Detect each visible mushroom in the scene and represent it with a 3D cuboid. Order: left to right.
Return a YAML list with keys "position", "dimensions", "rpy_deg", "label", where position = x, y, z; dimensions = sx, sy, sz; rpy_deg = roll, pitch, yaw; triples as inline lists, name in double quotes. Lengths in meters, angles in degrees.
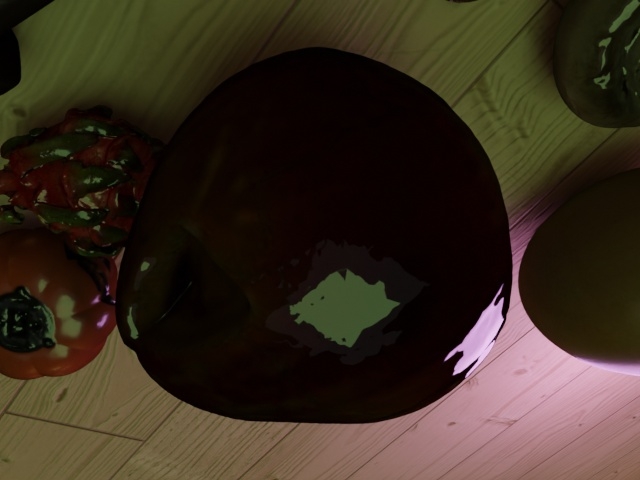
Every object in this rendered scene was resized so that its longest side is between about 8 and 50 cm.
- position: [0.381, -0.227, 0.654]
  dimensions: [0.227, 0.178, 0.226]
  rpy_deg: [-4, 137, -4]
  label: "mushroom"

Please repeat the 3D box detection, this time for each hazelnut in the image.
- position: [0.000, 0.000, 0.604]
  dimensions: [0.402, 0.401, 0.429]
  rpy_deg: [-29, 169, 9]
  label: "hazelnut"

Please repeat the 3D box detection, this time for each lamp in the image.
- position: [-0.340, 0.071, 0.711]
  dimensions: [0.188, 0.164, 0.187]
  rpy_deg: [-2, 107, -7]
  label: "lamp"

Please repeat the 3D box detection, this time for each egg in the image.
- position: [0.479, 0.043, 0.826]
  dimensions: [0.374, 0.301, 0.300]
  rpy_deg: [-12, 131, 1]
  label: "egg"

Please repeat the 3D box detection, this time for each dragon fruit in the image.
- position: [-0.256, -0.066, 0.637]
  dimensions: [0.172, 0.160, 0.166]
  rpy_deg: [14, 161, -9]
  label: "dragon fruit"

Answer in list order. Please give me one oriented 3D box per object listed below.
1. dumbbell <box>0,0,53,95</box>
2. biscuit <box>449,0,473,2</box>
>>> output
- position: [-0.245, -0.233, 0.494]
  dimensions: [0.226, 0.140, 0.124]
  rpy_deg: [-28, 147, 8]
  label: "dumbbell"
- position: [0.151, -0.333, 0.598]
  dimensions: [0.124, 0.026, 0.175]
  rpy_deg: [-23, 132, 3]
  label: "biscuit"
